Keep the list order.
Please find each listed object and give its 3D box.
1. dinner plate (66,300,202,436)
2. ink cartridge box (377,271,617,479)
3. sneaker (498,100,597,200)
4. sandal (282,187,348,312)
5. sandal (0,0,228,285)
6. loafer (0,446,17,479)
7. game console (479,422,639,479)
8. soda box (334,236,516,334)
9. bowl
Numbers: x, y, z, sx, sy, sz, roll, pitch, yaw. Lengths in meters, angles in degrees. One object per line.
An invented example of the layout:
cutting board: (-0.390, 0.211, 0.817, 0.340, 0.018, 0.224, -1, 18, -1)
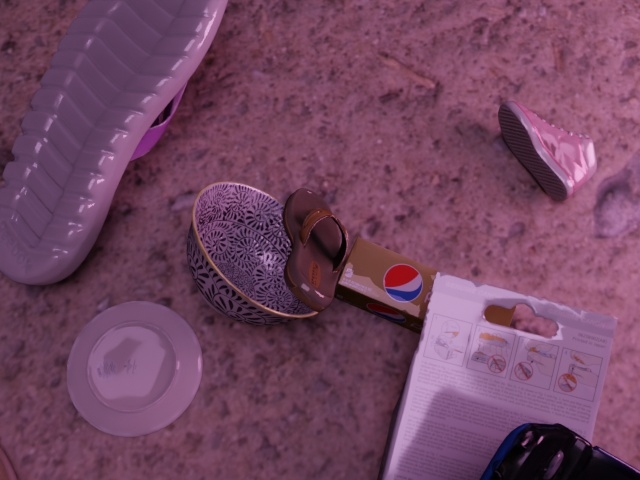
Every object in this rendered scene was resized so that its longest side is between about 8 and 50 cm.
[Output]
dinner plate: (-0.194, 0.131, 0.673, 0.141, 0.017, 0.141, 1, 72, -2)
ink cartridge box: (0.172, 0.168, 0.640, 0.189, 0.066, 0.232, 15, 80, 2)
sneaker: (0.271, -0.117, 0.763, 0.070, 0.051, 0.134, -31, 80, -14)
sandal: (0.000, 0.000, 0.661, 0.072, 0.049, 0.180, 34, 28, -20)
sandal: (-0.230, -0.143, 0.723, 0.169, 0.102, 0.416, 29, 85, 21)
loafer: (-0.326, 0.250, 0.586, 0.268, 0.092, 0.102, 43, 75, 10)
game console: (0.185, 0.316, 0.519, 0.173, 0.250, 0.293, 30, 91, 33)
soda box: (0.108, 0.064, 0.687, 0.181, 0.061, 0.058, 22, 72, 4)
bowl: (-0.077, 0.029, 0.664, 0.080, 0.170, 0.170, -44, 75, 29)
